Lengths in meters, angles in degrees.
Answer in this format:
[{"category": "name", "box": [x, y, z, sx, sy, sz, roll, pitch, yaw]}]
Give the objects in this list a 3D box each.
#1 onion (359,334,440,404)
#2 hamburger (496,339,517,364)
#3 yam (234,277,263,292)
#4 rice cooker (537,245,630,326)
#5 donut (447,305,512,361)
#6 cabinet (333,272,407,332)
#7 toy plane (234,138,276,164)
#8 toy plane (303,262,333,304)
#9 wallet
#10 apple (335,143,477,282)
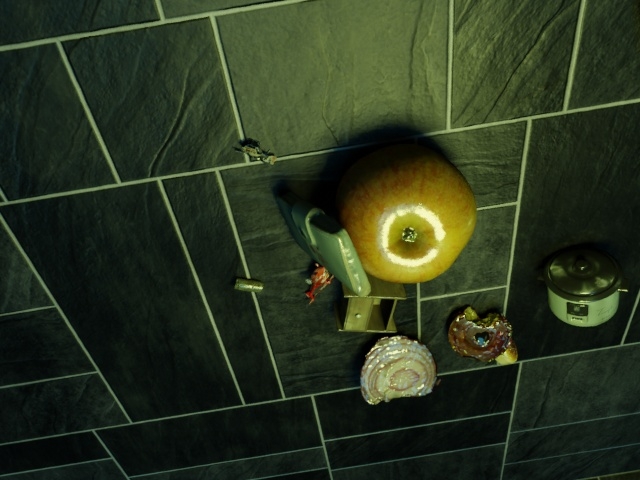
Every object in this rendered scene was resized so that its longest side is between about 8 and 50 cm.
[{"category": "onion", "box": [0.300, 0.480, 2.053, 0.314, 0.146, 0.280, -3, 104, -5]}, {"category": "hamburger", "box": [0.713, 0.415, 2.049, 0.141, 0.126, 0.081, 46, 124, -7]}, {"category": "yam", "box": [-0.243, 0.151, 1.776, 0.094, 0.043, 0.043, 10, 126, -17]}, {"category": "rice cooker", "box": [0.890, 0.151, 1.788, 0.280, 0.241, 0.227, 10, 142, 33]}, {"category": "donut", "box": [0.594, 0.344, 1.963, 0.230, 0.096, 0.216, -6, 114, 16]}, {"category": "cabinet", "box": [0.164, 0.209, 1.803, 0.215, 0.148, 0.175, 3, 128, -8]}, {"category": "toy plane", "box": [-0.178, -0.249, 1.476, 0.120, 0.031, 0.049, 18, 129, -17]}, {"category": "toy plane", "box": [-0.008, 0.138, 1.783, 0.077, 0.126, 0.194, 36, 160, 5]}, {"category": "wallet", "box": [0.000, 0.000, 1.493, 0.083, 0.360, 0.252, -36, 126, -13]}, {"category": "apple", "box": [0.240, -0.064, 1.479, 0.400, 0.334, 0.400, -6, 131, -6]}]
